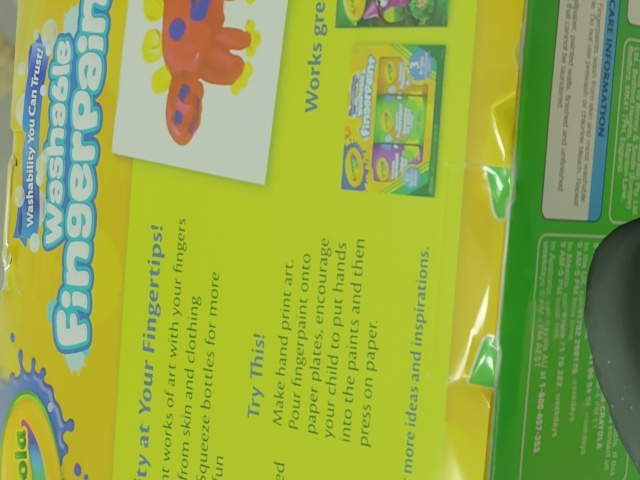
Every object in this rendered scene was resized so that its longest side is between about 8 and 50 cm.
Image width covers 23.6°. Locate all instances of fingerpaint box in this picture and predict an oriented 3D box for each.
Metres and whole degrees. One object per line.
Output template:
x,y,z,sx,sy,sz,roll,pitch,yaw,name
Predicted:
0.000,0.000,0.800,0.371,0.444,0.163,6,-177,44,fingerpaint box

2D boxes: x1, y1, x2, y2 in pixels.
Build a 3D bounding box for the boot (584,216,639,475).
0.159,-0.028,0.409,0.367,0.146,0.445,62,176,8,boot
